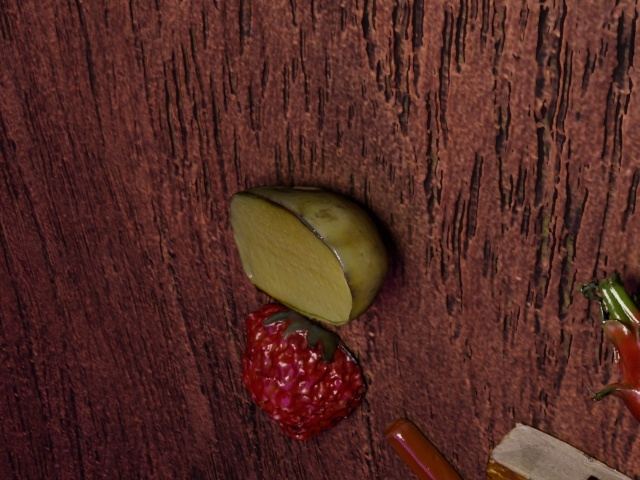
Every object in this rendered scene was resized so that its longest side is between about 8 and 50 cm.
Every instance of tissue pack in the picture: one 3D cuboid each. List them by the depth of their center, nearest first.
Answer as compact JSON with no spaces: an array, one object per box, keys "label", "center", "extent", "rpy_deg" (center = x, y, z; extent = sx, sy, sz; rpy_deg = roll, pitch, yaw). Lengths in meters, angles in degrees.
[{"label":"tissue pack","center":[0.285,0.350,2.083],"extent":[0.183,0.092,0.226],"rpy_deg":[28,142,29]}]

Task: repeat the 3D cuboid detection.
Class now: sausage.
[{"label":"sausage","center":[0.135,0.285,2.237],"extent":[0.131,0.039,0.041],"rpy_deg":[47,149,1]}]

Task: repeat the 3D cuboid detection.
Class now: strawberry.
[{"label":"strawberry","center":[-0.043,0.200,2.295],"extent":[0.190,0.111,0.236],"rpy_deg":[30,143,22]}]

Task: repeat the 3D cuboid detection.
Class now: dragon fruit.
[{"label":"dragon fruit","center":[0.346,0.130,1.747],"extent":[0.236,0.137,0.135],"rpy_deg":[39,138,0]}]

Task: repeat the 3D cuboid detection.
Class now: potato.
[{"label":"potato","center":[0.000,0.000,2.043],"extent":[0.271,0.111,0.160],"rpy_deg":[18,130,58]}]
